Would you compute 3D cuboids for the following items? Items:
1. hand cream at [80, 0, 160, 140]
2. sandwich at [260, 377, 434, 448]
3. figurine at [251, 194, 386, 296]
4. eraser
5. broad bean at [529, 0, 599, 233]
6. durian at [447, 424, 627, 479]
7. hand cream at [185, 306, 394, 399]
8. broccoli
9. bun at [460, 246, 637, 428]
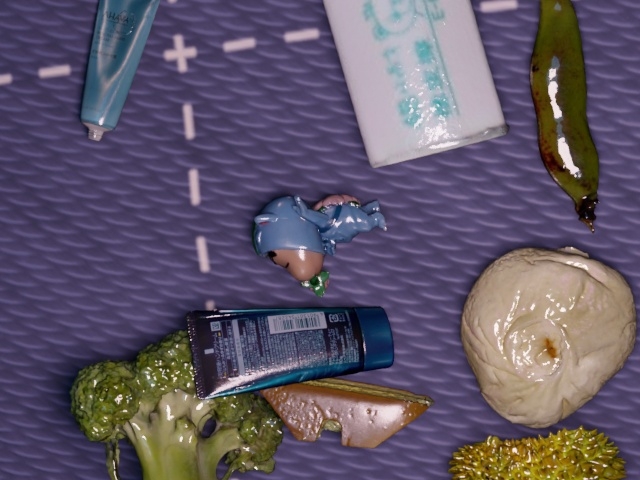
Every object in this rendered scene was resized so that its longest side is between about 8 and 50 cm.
[{"bbox_3d":[-0.279,-0.245,1.910,0.083,0.048,0.224,14,91,7],"label":"hand cream"},{"bbox_3d":[0.027,0.235,1.889,0.244,0.090,0.088,9,92,5],"label":"sandwich"},{"bbox_3d":[0.001,0.003,1.872,0.178,0.114,0.144,-13,95,-2],"label":"figurine"},{"bbox_3d":[0.118,-0.252,1.839,0.189,0.104,0.290,-16,92,10],"label":"eraser"},{"bbox_3d":[0.317,-0.175,1.844,0.077,0.061,0.339,-10,94,-1],"label":"broad bean"},{"bbox_3d":[0.286,0.343,1.826,0.237,0.200,0.177,2,66,-4],"label":"durian"},{"bbox_3d":[-0.038,0.138,1.851,0.270,0.061,0.120,-4,72,-19],"label":"hand cream"},{"bbox_3d":[-0.180,0.271,1.878,0.254,0.186,0.302,-25,92,-33],"label":"broccoli"},{"bbox_3d":[0.303,0.122,1.827,0.243,0.153,0.244,0,97,1],"label":"bun"}]
